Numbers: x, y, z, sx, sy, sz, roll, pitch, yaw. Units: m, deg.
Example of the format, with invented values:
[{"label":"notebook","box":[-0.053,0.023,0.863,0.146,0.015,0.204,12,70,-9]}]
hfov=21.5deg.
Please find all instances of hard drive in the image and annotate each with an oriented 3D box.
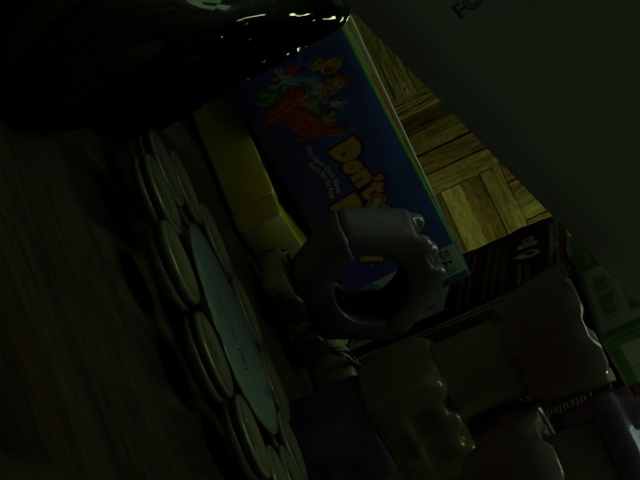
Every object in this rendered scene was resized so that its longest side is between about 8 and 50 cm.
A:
[{"label":"hard drive","box":[0.142,-0.114,0.728,0.307,0.203,0.040,41,21,-38]}]

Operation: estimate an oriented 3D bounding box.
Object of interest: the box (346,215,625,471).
[{"label":"box","box":[0.135,0.119,1.199,0.203,0.167,0.168,63,13,-10]}]

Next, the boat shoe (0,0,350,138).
[{"label":"boat shoe","box":[-0.068,-0.121,0.710,0.120,0.123,0.324,61,5,0]}]

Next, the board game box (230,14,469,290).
[{"label":"board game box","box":[-0.017,-0.139,1.157,0.233,0.078,0.347,60,7,-38]}]

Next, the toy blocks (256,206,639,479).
[{"label":"toy blocks","box":[0.148,0.124,0.900,0.288,0.260,0.309,61,7,-28]}]

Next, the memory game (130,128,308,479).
[{"label":"memory game","box":[-0.042,0.039,0.729,0.186,0.012,0.186,-22,90,-86]}]

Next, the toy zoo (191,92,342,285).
[{"label":"toy zoo","box":[-0.048,-0.064,1.100,0.293,0.030,0.192,66,6,24]}]

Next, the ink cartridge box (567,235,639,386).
[{"label":"ink cartridge box","box":[0.248,0.088,1.181,0.209,0.062,0.109,55,18,-38]}]
